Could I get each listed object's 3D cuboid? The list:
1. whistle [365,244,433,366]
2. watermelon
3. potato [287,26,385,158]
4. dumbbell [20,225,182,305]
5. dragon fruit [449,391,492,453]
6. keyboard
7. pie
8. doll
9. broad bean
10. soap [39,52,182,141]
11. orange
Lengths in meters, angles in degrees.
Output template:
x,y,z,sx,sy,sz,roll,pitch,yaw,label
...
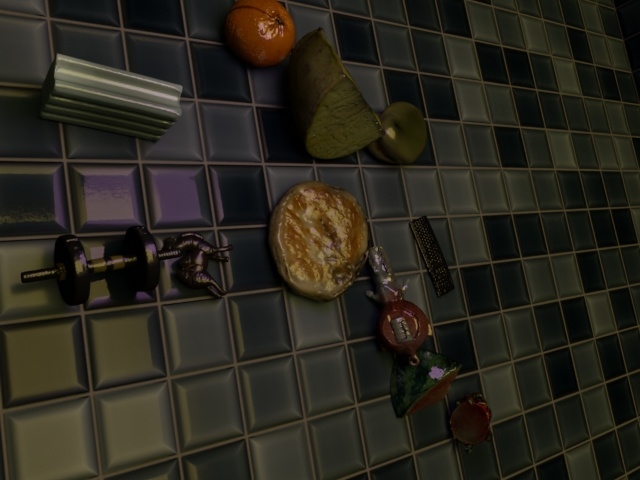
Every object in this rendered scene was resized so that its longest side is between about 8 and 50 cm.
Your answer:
x,y,z,sx,sy,sz,roll,pitch,yaw,label
0.206,0.182,1.679,0.133,0.142,0.347,2,66,-61,whistle
0.299,0.418,1.685,0.202,0.136,0.208,31,77,-18,watermelon
-0.008,-0.407,1.650,0.280,0.212,0.330,65,13,26,potato
-0.440,0.049,1.243,0.325,0.143,0.143,-10,83,-37,dumbbell
0.453,0.516,1.763,0.138,0.142,0.175,34,30,16,dragon fruit
0.351,0.047,1.878,0.087,0.017,0.251,-22,90,-36,keyboard
0.000,0.000,1.611,0.338,0.077,0.340,7,77,-31,pie
-0.288,0.050,1.407,0.165,0.057,0.139,17,70,-21,doll
0.248,-0.327,1.843,0.263,0.121,0.189,-31,100,-38,broad bean
-0.455,-0.305,1.316,0.265,0.159,0.088,7,73,-33,soap
-0.156,-0.555,1.593,0.193,0.161,0.194,13,66,-31,orange
